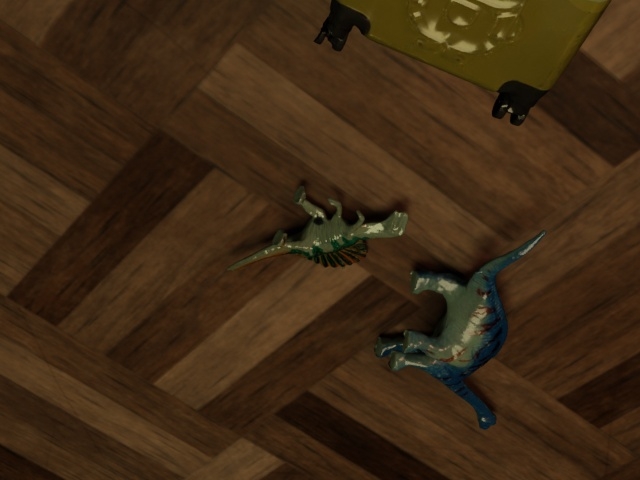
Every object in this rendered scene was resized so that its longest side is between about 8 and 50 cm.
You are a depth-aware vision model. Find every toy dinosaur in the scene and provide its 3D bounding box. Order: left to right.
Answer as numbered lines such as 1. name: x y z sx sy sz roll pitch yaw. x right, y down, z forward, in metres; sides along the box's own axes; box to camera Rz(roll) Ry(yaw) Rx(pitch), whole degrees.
1. toy dinosaur: 0.000 0.004 1.133 0.106 0.044 0.187 21 134 -29
2. toy dinosaur: 0.131 0.100 1.169 0.144 0.076 0.329 3 136 0

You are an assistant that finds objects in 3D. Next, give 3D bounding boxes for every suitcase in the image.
1. suitcase: 0.121 -0.224 0.820 0.194 0.143 0.235 22 134 -7
